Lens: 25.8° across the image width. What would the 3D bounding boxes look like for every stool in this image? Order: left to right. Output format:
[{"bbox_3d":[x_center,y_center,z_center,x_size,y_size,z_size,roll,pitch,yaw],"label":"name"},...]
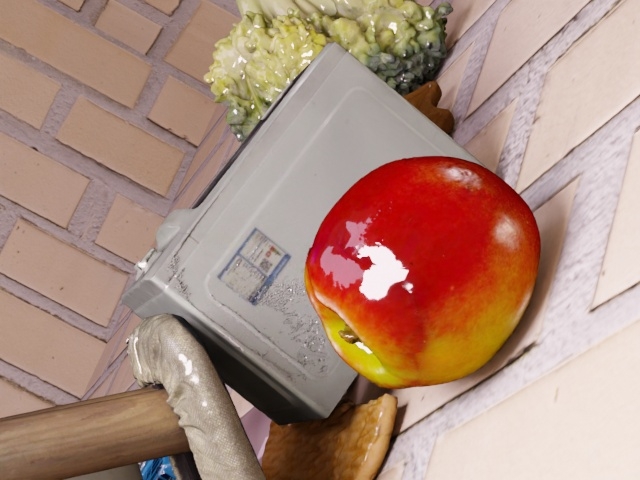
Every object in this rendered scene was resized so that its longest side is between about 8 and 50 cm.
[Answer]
[{"bbox_3d":[-0.164,0.243,1.204,0.226,0.310,0.310,-24,0,-16],"label":"stool"}]

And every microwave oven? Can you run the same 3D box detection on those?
[{"bbox_3d":[-0.016,0.001,1.357,0.295,0.237,0.181,-54,9,-19],"label":"microwave oven"}]

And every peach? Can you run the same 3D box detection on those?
[{"bbox_3d":[0.088,0.018,1.134,0.197,0.197,0.197,-57,13,20],"label":"peach"}]

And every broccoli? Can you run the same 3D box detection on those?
[{"bbox_3d":[-0.019,-0.246,1.824,0.347,0.281,0.293,-25,-7,-31],"label":"broccoli"}]

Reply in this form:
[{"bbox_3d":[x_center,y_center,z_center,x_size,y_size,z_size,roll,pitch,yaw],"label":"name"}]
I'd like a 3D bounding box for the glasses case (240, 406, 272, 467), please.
[{"bbox_3d":[-0.100,0.280,1.550,0.297,0.075,0.113,-51,18,37],"label":"glasses case"}]

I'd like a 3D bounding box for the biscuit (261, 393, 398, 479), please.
[{"bbox_3d":[0.002,0.216,1.327,0.224,0.033,0.145,-26,45,57],"label":"biscuit"}]

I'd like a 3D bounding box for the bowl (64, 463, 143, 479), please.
[{"bbox_3d":[-0.329,0.410,1.591,0.353,0.185,0.354,-27,-19,-10],"label":"bowl"}]

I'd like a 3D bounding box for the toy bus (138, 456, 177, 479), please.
[{"bbox_3d":[-0.184,0.304,1.816,0.106,0.090,0.185,-57,12,12],"label":"toy bus"}]

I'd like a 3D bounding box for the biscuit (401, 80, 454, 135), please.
[{"bbox_3d":[0.071,-0.107,1.632,0.182,0.034,0.215,19,66,50],"label":"biscuit"}]
